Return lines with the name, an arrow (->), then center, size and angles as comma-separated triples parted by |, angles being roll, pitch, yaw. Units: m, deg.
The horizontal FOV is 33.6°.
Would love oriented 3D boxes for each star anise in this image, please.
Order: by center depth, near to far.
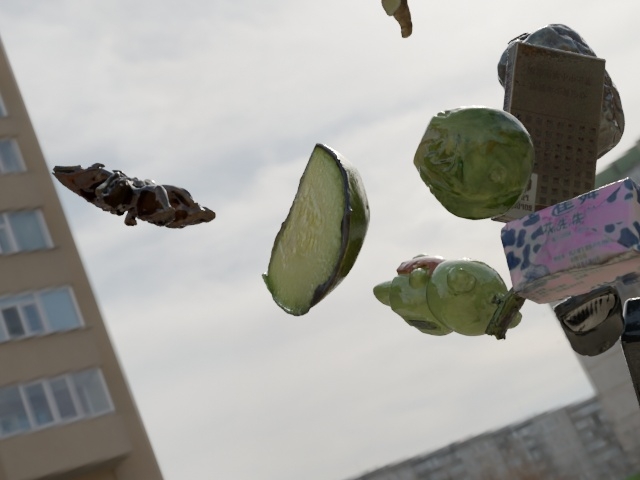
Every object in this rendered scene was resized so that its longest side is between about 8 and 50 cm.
star anise -> -0.306, -0.067, 1.715 | 0.288, 0.288, 0.088 | 19, -90, -63

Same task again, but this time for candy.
candy -> 0.273, 0.006, 1.112 | 0.160, 0.092, 0.073 | -23, -32, 38

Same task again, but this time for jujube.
jujube -> 0.505, -0.302, 2.215 | 0.226, 0.317, 0.226 | -32, 2, 1

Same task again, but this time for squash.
squash -> 0.020, 0.004, 1.192 | 0.085, 0.184, 0.191 | 14, -73, -24

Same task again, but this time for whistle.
whistle -> 0.169, 0.078, 1.507 | 0.131, 0.106, 0.288 | 36, -17, -25

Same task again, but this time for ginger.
ginger -> 0.123, -0.366, 1.669 | 0.048, 0.097, 0.030 | -17, 14, -29

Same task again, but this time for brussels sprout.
brussels sprout -> 0.191, -0.099, 1.315 | 0.155, 0.155, 0.117 | -35, 7, 28

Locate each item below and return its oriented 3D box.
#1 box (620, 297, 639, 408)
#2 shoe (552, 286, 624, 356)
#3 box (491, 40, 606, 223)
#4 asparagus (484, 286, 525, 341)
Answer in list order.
box -> 0.593, 0.202, 1.857 | 0.090, 0.201, 0.144 | -10, 31, 27
shoe -> 0.445, 0.138, 1.710 | 0.108, 0.093, 0.241 | -30, -22, 4
box -> 0.409, -0.181, 1.890 | 0.180, 0.324, 0.047 | 9, -8, -13
asparagus -> 0.261, 0.054, 1.328 | 0.165, 0.036, 0.030 | -56, 14, 8
